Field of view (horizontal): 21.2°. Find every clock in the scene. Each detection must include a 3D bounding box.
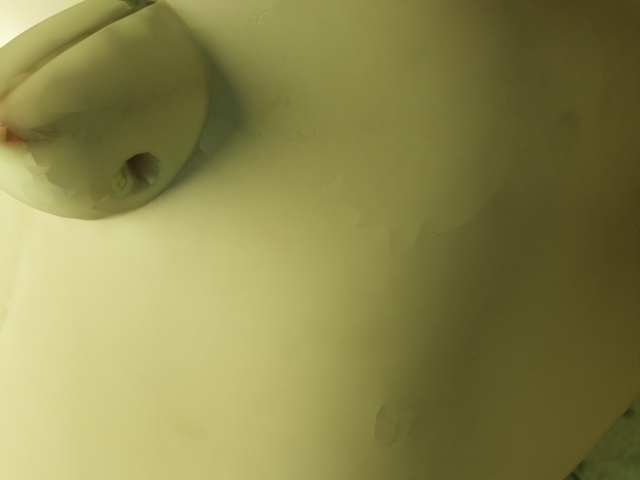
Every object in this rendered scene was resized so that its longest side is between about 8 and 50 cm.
[{"bbox_3d":[0.000,0.000,0.626,0.250,0.368,0.377,40,154,16],"label":"clock"}]
